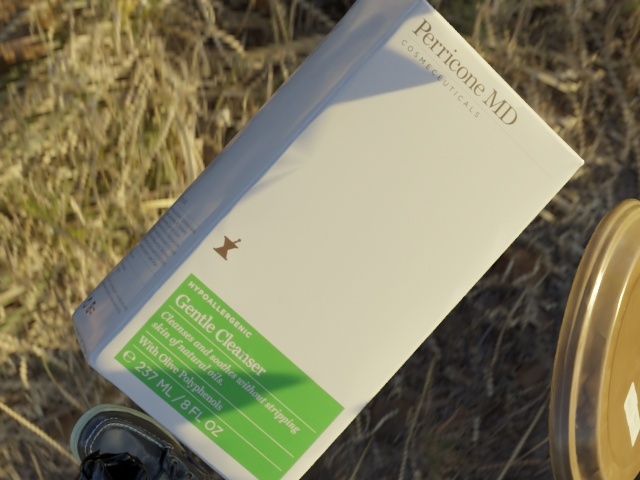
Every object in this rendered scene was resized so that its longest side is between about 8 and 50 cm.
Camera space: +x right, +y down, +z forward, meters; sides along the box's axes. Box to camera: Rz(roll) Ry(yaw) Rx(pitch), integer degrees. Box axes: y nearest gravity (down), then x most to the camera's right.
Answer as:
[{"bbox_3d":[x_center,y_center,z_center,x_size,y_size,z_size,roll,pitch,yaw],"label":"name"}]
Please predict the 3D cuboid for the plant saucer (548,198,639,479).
[{"bbox_3d":[0.267,0.102,1.402,0.041,0.278,0.277,11,71,26],"label":"plant saucer"}]

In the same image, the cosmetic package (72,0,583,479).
[{"bbox_3d":[0.000,0.000,1.247,0.197,0.155,0.365,41,90,-17],"label":"cosmetic package"}]

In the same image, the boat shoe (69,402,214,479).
[{"bbox_3d":[-0.135,0.227,1.455,0.080,0.073,0.223,-51,127,-13],"label":"boat shoe"}]

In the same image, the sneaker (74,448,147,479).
[{"bbox_3d":[-0.197,0.215,1.257,0.058,0.084,0.152,49,39,13],"label":"sneaker"}]
